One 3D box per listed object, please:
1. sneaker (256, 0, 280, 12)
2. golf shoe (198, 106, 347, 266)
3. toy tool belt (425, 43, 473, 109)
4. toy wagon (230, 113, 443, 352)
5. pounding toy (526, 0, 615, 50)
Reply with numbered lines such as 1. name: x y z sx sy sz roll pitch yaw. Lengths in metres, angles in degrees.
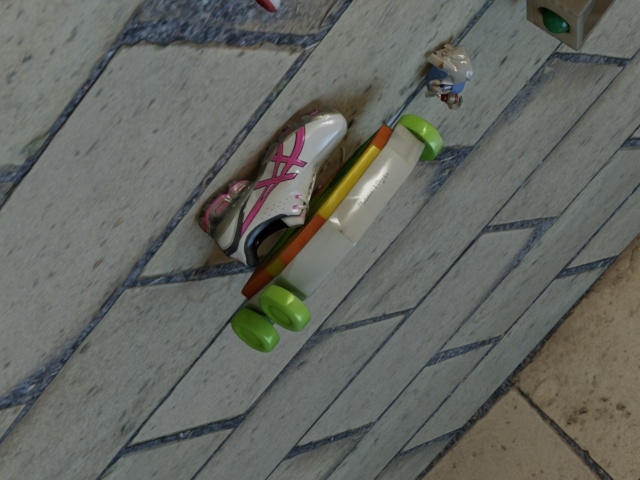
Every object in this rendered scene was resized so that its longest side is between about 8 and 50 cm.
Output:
1. sneaker: -0.036 -0.262 1.438 0.128 0.087 0.221 -52 176 -2
2. golf shoe: -0.033 -0.053 1.912 0.186 0.086 0.067 -46 161 1
3. toy tool belt: 0.133 -0.181 2.075 0.051 0.052 0.083 -4 145 -16
4. toy wagon: 0.000 0.000 2.038 0.267 0.068 0.344 -52 -175 -22
5. pounding toy: 0.266 -0.286 2.063 0.141 0.100 0.130 -53 165 -9
